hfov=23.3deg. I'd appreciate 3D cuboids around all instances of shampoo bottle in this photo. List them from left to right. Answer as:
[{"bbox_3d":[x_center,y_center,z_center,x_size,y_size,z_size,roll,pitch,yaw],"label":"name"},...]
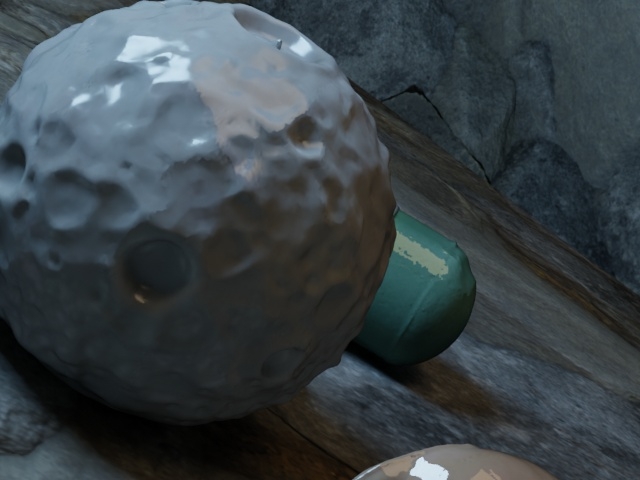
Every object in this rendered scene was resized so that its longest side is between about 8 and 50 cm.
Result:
[{"bbox_3d":[0.000,0.000,1.614,0.350,0.151,0.222,31,9,2],"label":"shampoo bottle"}]

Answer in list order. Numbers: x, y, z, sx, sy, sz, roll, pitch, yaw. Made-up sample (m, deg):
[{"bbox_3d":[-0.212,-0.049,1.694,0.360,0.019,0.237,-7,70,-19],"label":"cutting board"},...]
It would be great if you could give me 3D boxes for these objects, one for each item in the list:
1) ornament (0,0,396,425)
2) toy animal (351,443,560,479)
[{"bbox_3d":[-0.102,-0.032,1.213,0.337,0.337,0.337,29,15,-9],"label":"ornament"},{"bbox_3d":[0.150,0.254,1.022,0.213,0.195,0.256,2,34,-46],"label":"toy animal"}]
